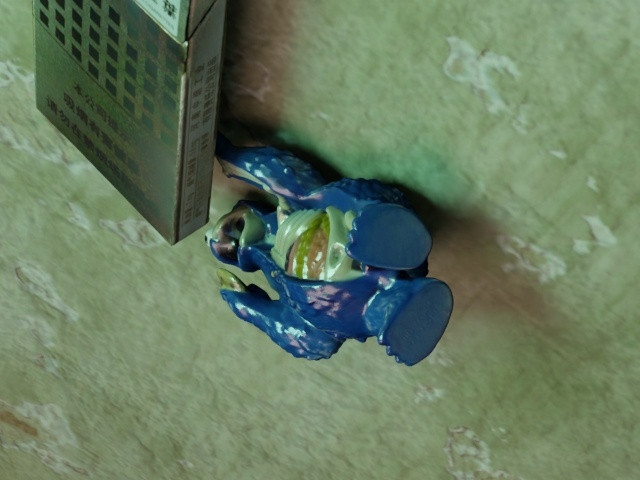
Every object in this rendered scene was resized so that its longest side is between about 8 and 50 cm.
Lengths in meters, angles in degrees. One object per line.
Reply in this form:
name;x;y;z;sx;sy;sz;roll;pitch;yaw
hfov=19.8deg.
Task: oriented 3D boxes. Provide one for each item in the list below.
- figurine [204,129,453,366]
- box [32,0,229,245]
figurine;0.004;0.008;1.417;0.262;0.121;0.164;29;126;46
box;-0.142;-0.153;1.329;0.180;0.047;0.325;45;152;22
